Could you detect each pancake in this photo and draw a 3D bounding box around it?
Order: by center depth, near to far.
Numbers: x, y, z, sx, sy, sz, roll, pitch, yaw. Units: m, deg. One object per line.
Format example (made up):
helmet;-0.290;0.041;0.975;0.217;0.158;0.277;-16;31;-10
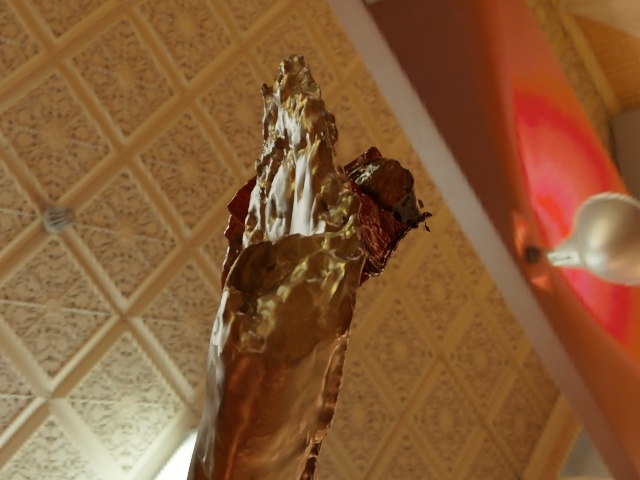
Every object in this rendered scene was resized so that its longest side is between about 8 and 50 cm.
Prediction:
pancake;-0.033;0.039;0.477;0.057;0.266;0.245;6;-117;-13

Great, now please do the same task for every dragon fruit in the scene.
dragon fruit;0.017;0.006;0.773;0.192;0.092;0.122;-32;-38;-54
